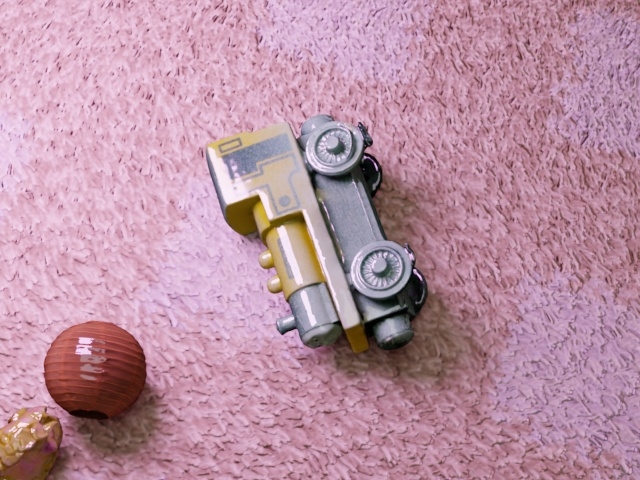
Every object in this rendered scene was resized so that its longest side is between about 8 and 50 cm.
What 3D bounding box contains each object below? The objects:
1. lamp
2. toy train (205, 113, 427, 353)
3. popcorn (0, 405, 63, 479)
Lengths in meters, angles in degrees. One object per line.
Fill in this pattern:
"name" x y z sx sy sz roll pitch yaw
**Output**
"lamp" -0.298 0.171 1.629 0.136 0.136 0.136 0 64 1
"toy train" 0.000 0.000 1.709 0.237 0.150 0.369 -20 65 0
"popcorn" -0.387 0.266 1.602 0.089 0.097 0.109 38 79 21
